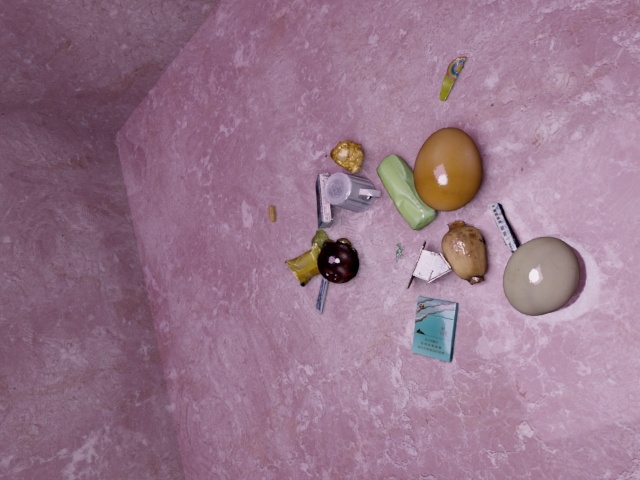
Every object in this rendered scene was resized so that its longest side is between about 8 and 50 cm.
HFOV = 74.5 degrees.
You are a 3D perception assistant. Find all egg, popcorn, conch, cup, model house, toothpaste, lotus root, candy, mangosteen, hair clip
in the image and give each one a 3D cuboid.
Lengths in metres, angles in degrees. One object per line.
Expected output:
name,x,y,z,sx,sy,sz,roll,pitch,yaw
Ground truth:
egg,0.479,-0.269,1.593,0.250,0.250,0.323,-4,79,37
popcorn,0.131,-0.390,1.922,0.163,0.194,0.140,30,101,10
conch,0.000,0.000,2.058,0.089,0.074,0.121,3,67,5
egg,0.722,0.118,1.383,0.219,0.219,0.270,31,108,36
cup,0.148,-0.227,1.874,0.221,0.202,0.167,-27,72,32
model house,0.436,0.119,1.642,0.135,0.219,0.208,20,88,18
toothpaste,0.010,0.255,2.029,0.057,0.034,0.197,18,98,53
lotus root,0.544,0.037,1.577,0.154,0.140,0.257,-25,76,26
candy,0.352,-0.202,1.759,0.142,0.132,0.344,-38,63,22
mangosteen,0.082,0.094,1.901,0.209,0.209,0.210,-5,81,37
hair clip,0.536,-0.669,1.734,0.060,0.033,0.189,31,103,38

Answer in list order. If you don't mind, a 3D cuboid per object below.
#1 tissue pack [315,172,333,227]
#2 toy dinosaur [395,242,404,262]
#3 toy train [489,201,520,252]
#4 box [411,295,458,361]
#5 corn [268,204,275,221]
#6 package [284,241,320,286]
tissue pack,0.018,-0.184,1.996,0.073,0.173,0.236,-3,82,-6
toy dinosaur,0.332,0.051,1.813,0.083,0.021,0.062,-45,53,21
toy train,0.679,-0.040,1.542,0.047,0.043,0.208,-29,68,34
box,0.453,0.347,1.671,0.161,0.041,0.229,6,89,38
corn,-0.262,-0.146,2.284,0.037,0.037,0.092,-12,80,36
package,-0.052,0.119,2.038,0.226,0.090,0.168,-30,102,29
